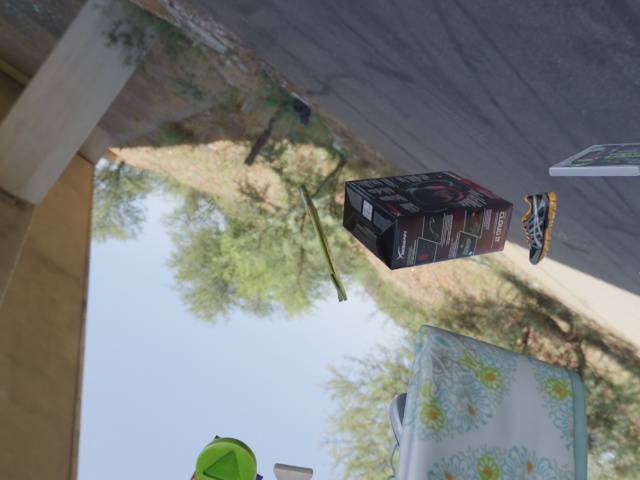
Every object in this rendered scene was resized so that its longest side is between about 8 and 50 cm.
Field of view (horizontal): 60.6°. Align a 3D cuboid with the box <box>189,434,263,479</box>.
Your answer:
[{"bbox_3d":[-0.270,0.653,1.440,0.057,0.200,0.293,36,163,-20],"label":"box"}]

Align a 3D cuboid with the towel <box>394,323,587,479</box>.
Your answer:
[{"bbox_3d":[0.298,0.354,0.939,0.321,0.374,0.090,20,146,-7],"label":"towel"}]

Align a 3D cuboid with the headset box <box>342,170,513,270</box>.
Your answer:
[{"bbox_3d":[0.223,-0.053,1.118,0.294,0.110,0.218,-9,-152,-22],"label":"headset box"}]

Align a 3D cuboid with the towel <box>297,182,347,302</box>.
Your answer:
[{"bbox_3d":[0.000,0.000,1.044,0.102,0.021,0.237,62,-173,-50],"label":"towel"}]

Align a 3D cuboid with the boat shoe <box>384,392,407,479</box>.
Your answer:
[{"bbox_3d":[0.216,0.514,1.150,0.136,0.156,0.367,8,-137,-42],"label":"boat shoe"}]

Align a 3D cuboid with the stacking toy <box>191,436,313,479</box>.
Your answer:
[{"bbox_3d":[-0.165,0.565,1.235,0.309,0.279,0.130,18,-170,-1],"label":"stacking toy"}]

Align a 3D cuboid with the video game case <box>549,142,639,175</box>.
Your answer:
[{"bbox_3d":[0.613,-0.171,1.144,0.190,0.173,0.022,11,121,57],"label":"video game case"}]

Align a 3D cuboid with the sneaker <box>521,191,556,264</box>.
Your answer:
[{"bbox_3d":[0.610,-0.035,1.553,0.083,0.214,0.084,7,-166,15],"label":"sneaker"}]
